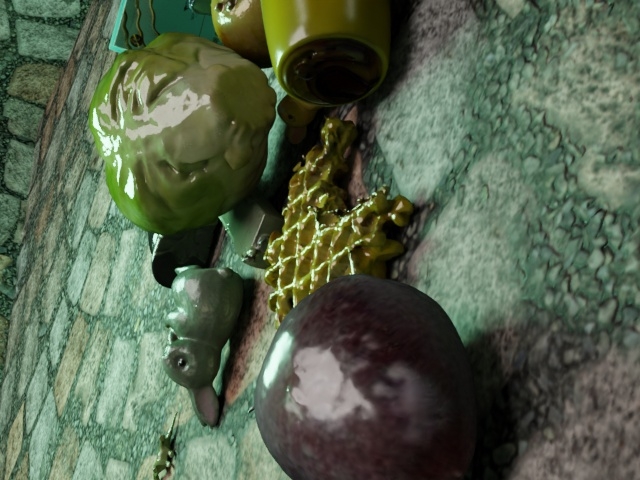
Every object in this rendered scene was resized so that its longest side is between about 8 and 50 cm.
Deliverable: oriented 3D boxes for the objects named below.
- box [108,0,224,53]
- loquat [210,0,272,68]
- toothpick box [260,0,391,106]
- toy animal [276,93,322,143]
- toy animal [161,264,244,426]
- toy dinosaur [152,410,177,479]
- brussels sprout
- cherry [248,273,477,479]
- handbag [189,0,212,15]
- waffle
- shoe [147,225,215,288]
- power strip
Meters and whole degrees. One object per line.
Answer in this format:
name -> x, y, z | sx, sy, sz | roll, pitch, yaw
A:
box -> -0.253, -0.388, 1.745 | 0.041, 0.229, 0.162 | 1, 77, 65
loquat -> -0.089, -0.340, 1.428 | 0.149, 0.204, 0.172 | -52, 3, -9
toothpick box -> 0.006, -0.307, 1.231 | 0.175, 0.175, 0.271 | -44, 40, 46
toy animal -> -0.023, -0.192, 1.349 | 0.159, 0.070, 0.083 | 125, 148, -44
toy animal -> -0.179, 0.148, 1.410 | 0.138, 0.108, 0.236 | -20, 58, 59
toy dinosaur -> -0.253, 0.335, 1.549 | 0.060, 0.029, 0.119 | 139, 142, -67
brussels sprout -> -0.203, -0.166, 1.398 | 0.316, 0.243, 0.273 | -48, 47, 33
cherry -> 0.040, 0.140, 0.877 | 0.266, 0.183, 0.213 | 27, 108, 49
handbag -> -0.122, -0.429, 1.540 | 0.057, 0.221, 0.144 | 49, 119, 19
waffle -> 0.000, 0.000, 1.179 | 0.259, 0.069, 0.293 | -63, 25, 19
shoe -> -0.229, -0.064, 1.654 | 0.137, 0.114, 0.291 | -159, 82, -70
power strip -> -0.116, -0.040, 1.464 | 0.080, 0.048, 0.286 | -64, 26, 11
